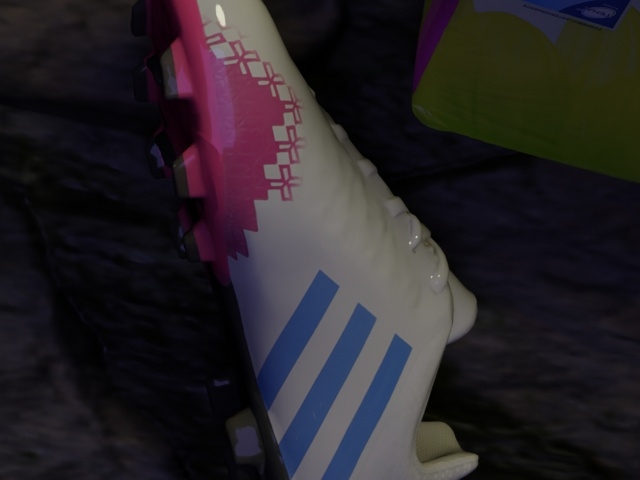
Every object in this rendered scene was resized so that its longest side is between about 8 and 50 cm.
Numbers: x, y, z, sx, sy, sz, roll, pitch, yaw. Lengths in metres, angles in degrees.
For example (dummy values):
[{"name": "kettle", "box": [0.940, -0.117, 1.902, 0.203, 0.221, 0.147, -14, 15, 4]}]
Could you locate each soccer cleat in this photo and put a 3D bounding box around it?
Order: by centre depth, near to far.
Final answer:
[{"name": "soccer cleat", "box": [0.000, 0.000, 0.906, 0.143, 0.116, 0.331, -16, 119, -10]}]

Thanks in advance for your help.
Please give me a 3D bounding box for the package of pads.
[{"name": "package of pads", "box": [0.203, -0.101, 0.791, 0.297, 0.101, 0.229, 14, 153, -5]}]
